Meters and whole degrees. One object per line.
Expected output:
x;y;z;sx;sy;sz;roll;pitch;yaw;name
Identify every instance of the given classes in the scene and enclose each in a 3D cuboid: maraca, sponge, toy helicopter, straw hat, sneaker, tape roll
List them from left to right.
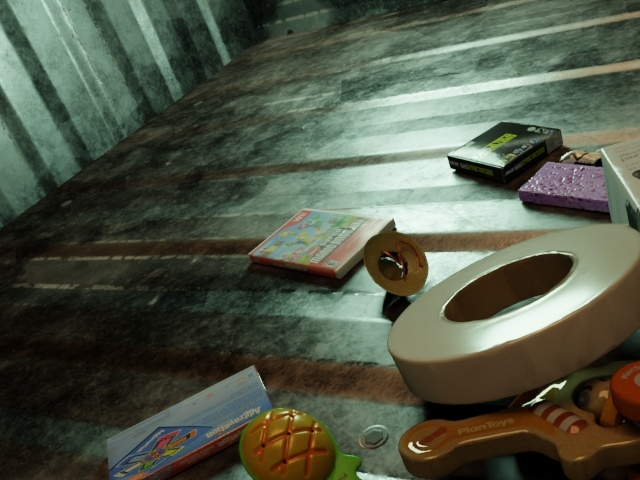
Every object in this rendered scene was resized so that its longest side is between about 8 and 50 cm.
-0.028;0.304;1.013;0.185;0.099;0.127;29;54;25;maraca
0.131;0.055;1.373;0.144;0.144;0.061;-46;-2;-39;straw hat
0.282;0.094;1.042;0.392;0.072;0.392;-27;9;5;tape roll
0.270;0.215;0.905;0.354;0.140;0.235;-15;20;9;toy helicopter
0.506;-0.106;1.431;0.117;0.031;0.210;-38;31;-28;sponge
0.545;-0.163;1.496;0.109;0.040;0.044;-10;32;24;sneaker

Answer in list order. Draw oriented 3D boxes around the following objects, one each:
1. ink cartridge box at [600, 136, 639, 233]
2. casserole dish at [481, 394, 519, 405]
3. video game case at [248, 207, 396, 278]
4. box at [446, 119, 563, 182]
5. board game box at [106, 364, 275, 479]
0.612;-0.029;1.065;0.285;0.166;0.395;-15;28;13;ink cartridge box
0.273;0.181;1.076;0.114;0.037;0.188;-2;32;34;casserole dish
0.000;0.000;1.616;0.285;0.025;0.204;8;40;45;video game case
0.420;-0.208;1.665;0.190;0.045;0.184;-32;31;-19;box
-0.215;0.313;1.202;0.281;0.027;0.145;-26;26;-8;board game box
